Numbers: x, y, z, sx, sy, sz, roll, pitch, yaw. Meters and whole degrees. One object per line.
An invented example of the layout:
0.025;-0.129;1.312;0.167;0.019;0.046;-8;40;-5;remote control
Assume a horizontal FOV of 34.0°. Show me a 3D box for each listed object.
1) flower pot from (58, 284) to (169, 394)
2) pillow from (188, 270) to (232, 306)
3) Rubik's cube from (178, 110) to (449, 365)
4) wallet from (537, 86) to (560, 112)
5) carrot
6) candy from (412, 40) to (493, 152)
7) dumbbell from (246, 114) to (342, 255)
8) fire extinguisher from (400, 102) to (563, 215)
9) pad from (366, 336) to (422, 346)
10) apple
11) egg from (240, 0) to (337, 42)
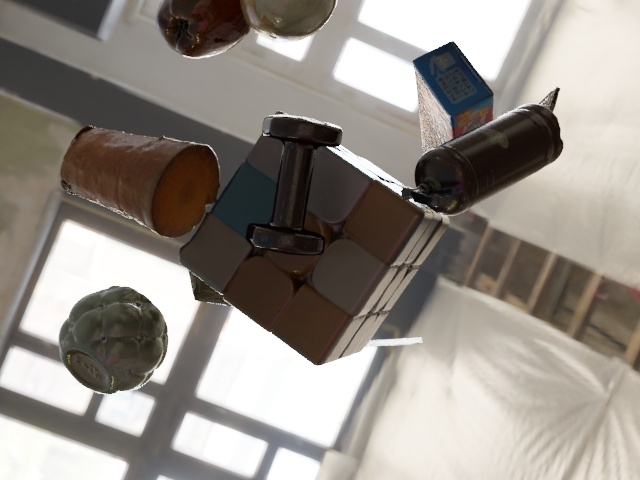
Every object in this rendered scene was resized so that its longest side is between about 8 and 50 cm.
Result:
-0.466;0.228;2.358;0.195;0.246;0.246;-50;174;-40;flower pot
-0.230;0.096;2.428;0.053;0.208;0.119;-25;-116;34;pillow
0.000;0.000;2.012;0.347;0.344;0.346;-55;168;9;Rubik's cube
0.432;-0.232;2.196;0.196;0.020;0.103;-49;-165;47;wallet
-0.341;-0.130;1.952;0.196;0.254;0.196;-44;146;-40;carrot
0.267;-0.236;2.086;0.157;0.100;0.306;60;-6;28;candy
-0.044;-0.090;1.717;0.140;0.124;0.225;-153;-108;-74;dumbbell
0.259;-0.122;1.697;0.337;0.114;0.135;-27;-164;-35;fire extinguisher
0.192;0.269;2.775;0.232;0.157;0.004;18;68;-85;pad
-0.257;-0.527;2.382;0.234;0.234;0.234;-158;-90;-83;apple
-0.070;-0.512;2.184;0.201;0.201;0.244;-70;-164;-12;egg
